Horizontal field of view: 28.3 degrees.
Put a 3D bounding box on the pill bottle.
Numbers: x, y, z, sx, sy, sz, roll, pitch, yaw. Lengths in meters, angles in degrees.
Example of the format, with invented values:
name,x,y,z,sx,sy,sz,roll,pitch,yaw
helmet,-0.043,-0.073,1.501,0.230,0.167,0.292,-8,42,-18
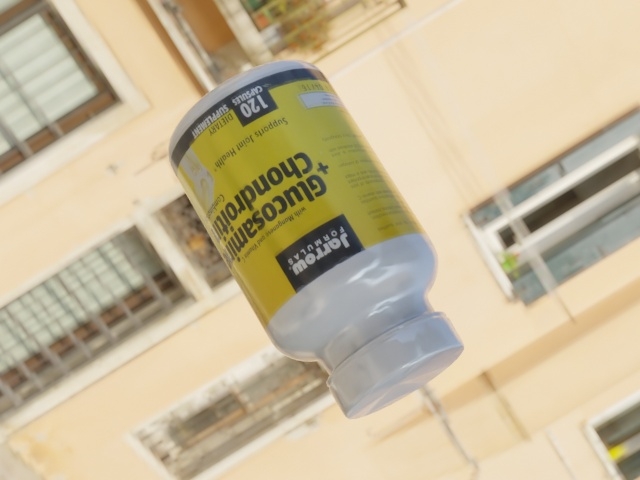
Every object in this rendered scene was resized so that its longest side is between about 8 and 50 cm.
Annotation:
name,x,y,z,sx,sy,sz,roll,pitch,yaw
pill bottle,0.000,0.000,0.695,0.184,0.103,0.103,58,2,17
